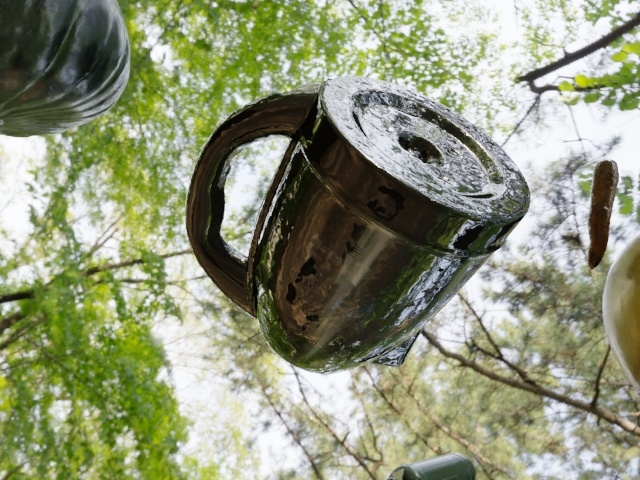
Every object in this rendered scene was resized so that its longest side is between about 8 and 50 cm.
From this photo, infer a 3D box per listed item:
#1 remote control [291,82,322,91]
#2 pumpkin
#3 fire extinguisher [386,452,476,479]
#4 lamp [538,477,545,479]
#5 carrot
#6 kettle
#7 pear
[{"bbox_3d":[0.087,-0.186,0.988,0.332,0.221,0.103,34,-56,6],"label":"remote control"},{"bbox_3d":[-0.308,-0.210,0.518,0.250,0.250,0.216,10,-106,41],"label":"pumpkin"},{"bbox_3d":[0.227,0.514,1.135,0.114,0.311,0.095,-40,-123,29],"label":"fire extinguisher"},{"bbox_3d":[0.547,0.623,1.064,0.325,0.089,0.090,30,-66,49],"label":"lamp"},{"bbox_3d":[0.402,-0.039,0.770,0.036,0.036,0.164,7,-97,41],"label":"carrot"},{"bbox_3d":[0.000,0.000,0.591,0.321,0.228,0.324,27,-54,-3],"label":"kettle"},{"bbox_3d":[0.535,0.105,0.740,0.281,0.281,0.280,9,-76,41],"label":"pear"}]
